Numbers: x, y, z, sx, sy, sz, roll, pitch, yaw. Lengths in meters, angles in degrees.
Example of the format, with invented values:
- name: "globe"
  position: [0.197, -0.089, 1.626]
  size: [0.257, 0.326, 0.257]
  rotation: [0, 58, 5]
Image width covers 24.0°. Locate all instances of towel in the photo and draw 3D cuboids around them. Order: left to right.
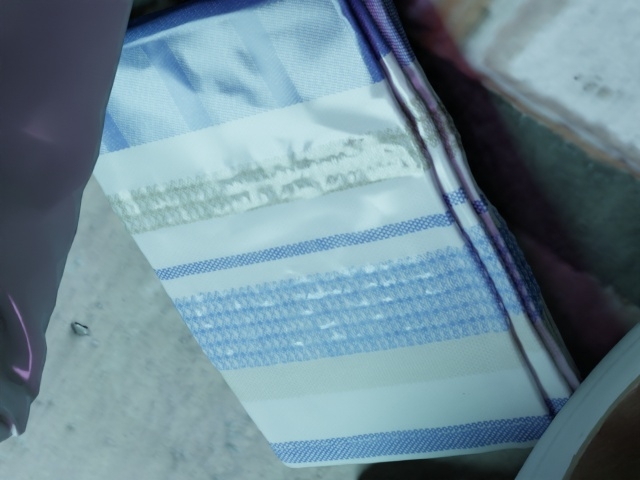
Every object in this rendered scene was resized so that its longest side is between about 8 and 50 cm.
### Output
- name: "towel"
  position: [0.000, 0.000, 0.754]
  size: [0.209, 0.034, 0.285]
  rotation: [-13, 119, 35]

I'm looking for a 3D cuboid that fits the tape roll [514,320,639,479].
- name: "tape roll"
  position: [0.200, 0.132, 0.619]
  size: [0.169, 0.246, 0.246]
  rotation: [38, 134, -8]

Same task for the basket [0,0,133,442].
- name: "basket"
  position: [-0.230, -0.098, 0.498]
  size: [0.267, 0.328, 0.331]
  rotation: [17, 94, 9]
